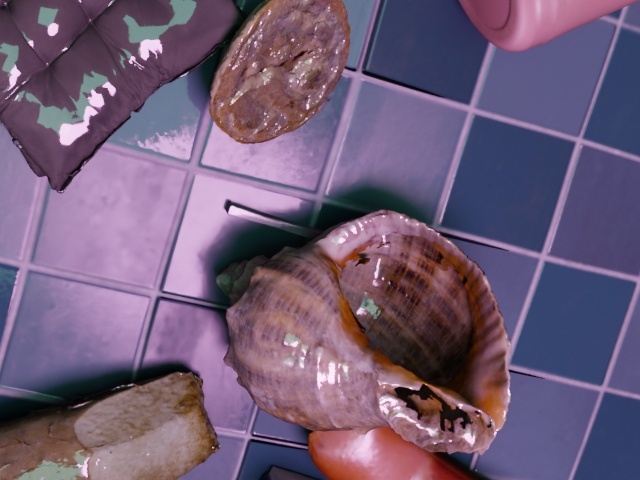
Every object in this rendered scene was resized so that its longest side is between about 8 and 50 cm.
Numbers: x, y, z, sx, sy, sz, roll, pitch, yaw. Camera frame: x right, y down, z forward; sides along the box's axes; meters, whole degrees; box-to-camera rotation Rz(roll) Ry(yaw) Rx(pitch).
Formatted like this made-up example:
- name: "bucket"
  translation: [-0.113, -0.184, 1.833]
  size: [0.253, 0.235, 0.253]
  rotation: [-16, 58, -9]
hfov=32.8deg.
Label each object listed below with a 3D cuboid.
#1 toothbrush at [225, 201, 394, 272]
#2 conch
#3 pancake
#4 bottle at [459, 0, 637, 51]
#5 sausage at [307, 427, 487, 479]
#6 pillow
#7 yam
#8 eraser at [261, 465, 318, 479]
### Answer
- name: "toothbrush"
  translation: [0.001, -0.002, 1.051]
  size: [0.194, 0.014, 0.017]
  rotation: [20, 101, -19]
- name: "conch"
  translation: [0.037, 0.096, 1.006]
  size: [0.291, 0.159, 0.210]
  rotation: [35, 61, 10]
- name: "pancake"
  translation: [-0.035, -0.155, 0.961]
  size: [0.158, 0.028, 0.158]
  rotation: [-31, 145, -25]
- name: "bottle"
  translation: [0.259, -0.312, 0.966]
  size: [0.297, 0.173, 0.206]
  rotation: [-24, 75, -7]
- name: "sausage"
  translation: [0.110, 0.256, 1.111]
  size: [0.300, 0.083, 0.089]
  rotation: [36, 100, -17]
- name: "pillow"
  translation: [-0.243, -0.229, 0.888]
  size: [0.228, 0.101, 0.326]
  rotation: [-42, 112, -5]
- name: "yam"
  translation: [-0.224, 0.197, 0.999]
  size: [0.259, 0.106, 0.106]
  rotation: [-15, 107, -10]
- name: "eraser"
  translation: [-0.061, 0.377, 1.072]
  size: [0.081, 0.124, 0.279]
  rotation: [21, 97, -18]
